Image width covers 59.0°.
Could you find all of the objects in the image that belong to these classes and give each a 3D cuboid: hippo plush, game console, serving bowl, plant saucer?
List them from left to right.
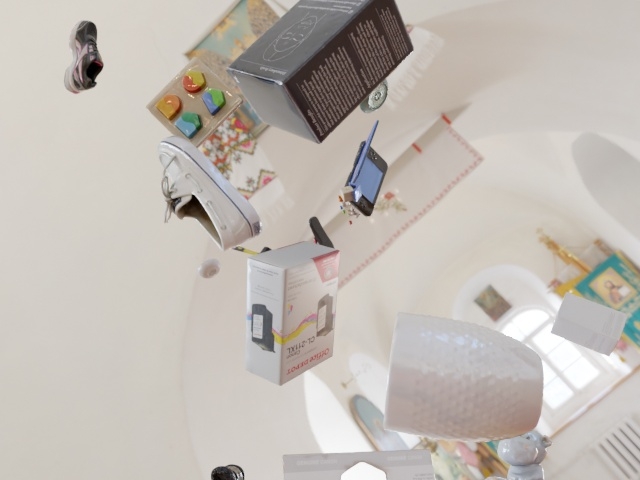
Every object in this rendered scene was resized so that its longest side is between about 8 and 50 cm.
[{"bbox_3d":[-0.384,0.104,1.976,0.083,0.027,0.083,-23,-40,-21],"label":"serving bowl"},{"bbox_3d":[0.211,-0.284,2.275,0.250,0.173,0.293,39,-122,-31],"label":"game console"},{"bbox_3d":[0.162,-0.423,1.648,0.119,0.021,0.119,-32,-38,-29],"label":"plant saucer"},{"bbox_3d":[0.678,0.734,1.802,0.294,0.234,0.236,5,-86,-34],"label":"hippo plush"}]

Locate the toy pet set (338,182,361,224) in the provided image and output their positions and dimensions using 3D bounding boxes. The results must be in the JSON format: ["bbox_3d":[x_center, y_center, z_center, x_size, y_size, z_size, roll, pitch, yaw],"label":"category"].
[{"bbox_3d":[0.104,-0.132,1.860,0.065,0.122,0.114,-16,-55,-7],"label":"toy pet set"}]

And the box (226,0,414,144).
[{"bbox_3d":[0.000,-0.495,1.542,0.395,0.293,0.212,-46,-48,-12],"label":"box"}]

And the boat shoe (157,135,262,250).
[{"bbox_3d":[-0.307,-0.100,1.317,0.156,0.367,0.136,-34,-24,-26],"label":"boat shoe"}]

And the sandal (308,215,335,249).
[{"bbox_3d":[0.000,0.000,1.974,0.040,0.179,0.067,-19,13,34],"label":"sandal"}]

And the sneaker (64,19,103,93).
[{"bbox_3d":[-0.552,-0.438,1.357,0.072,0.077,0.178,14,-101,-69],"label":"sneaker"}]

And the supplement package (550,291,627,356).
[{"bbox_3d":[0.811,0.254,1.717,0.105,0.179,0.105,-54,-26,-29],"label":"supplement package"}]

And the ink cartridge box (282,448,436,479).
[{"bbox_3d":[0.072,0.482,0.911,0.296,0.261,0.066,8,-35,-25],"label":"ink cartridge box"}]

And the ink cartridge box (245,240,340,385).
[{"bbox_3d":[-0.039,0.101,0.819,0.127,0.072,0.175,-17,-64,-50],"label":"ink cartridge box"}]

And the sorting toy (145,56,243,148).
[{"bbox_3d":[-0.334,-0.359,1.475,0.193,0.208,0.038,-46,-17,-2],"label":"sorting toy"}]

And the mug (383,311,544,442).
[{"bbox_3d":[0.328,0.356,1.336,0.276,0.328,0.374,-73,-15,-44],"label":"mug"}]

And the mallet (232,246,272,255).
[{"bbox_3d":[-0.238,0.027,1.863,0.062,0.190,0.039,-54,-34,-20],"label":"mallet"}]

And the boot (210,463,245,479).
[{"bbox_3d":[-0.242,0.673,1.374,0.094,0.246,0.207,5,-17,3],"label":"boot"}]
